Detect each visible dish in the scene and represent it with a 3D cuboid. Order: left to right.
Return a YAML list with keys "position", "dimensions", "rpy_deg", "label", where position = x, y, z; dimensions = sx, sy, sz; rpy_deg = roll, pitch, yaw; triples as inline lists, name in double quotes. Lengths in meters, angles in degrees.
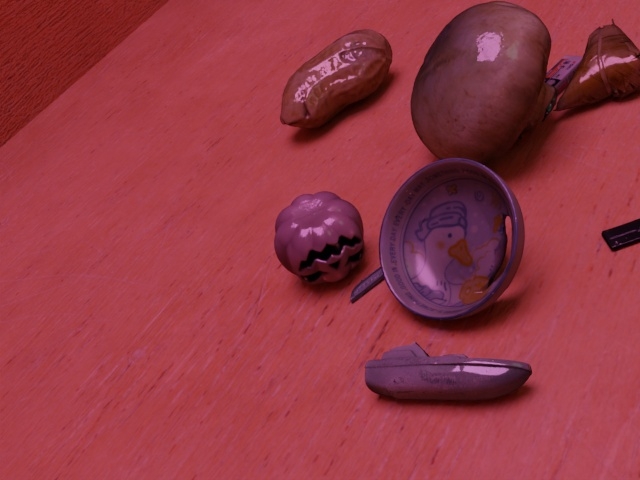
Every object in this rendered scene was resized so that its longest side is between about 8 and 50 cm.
- position: [0.246, 0.006, 1.409]
  dimensions: [0.273, 0.134, 0.273]
  rpy_deg: [-12, 73, 42]
  label: "dish"

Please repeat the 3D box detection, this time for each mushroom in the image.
- position: [0.327, -0.305, 1.636]
  dimensions: [0.352, 0.260, 0.352]
  rpy_deg: [-56, 14, 21]
  label: "mushroom"

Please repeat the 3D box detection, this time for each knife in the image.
- position: [0.133, 0.047, 1.534]
  dimensions: [0.210, 0.015, 0.028]
  rpy_deg: [-36, 41, -11]
  label: "knife"

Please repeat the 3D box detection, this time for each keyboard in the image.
- position: [0.545, -0.026, 1.356]
  dimensions: [0.155, 0.010, 0.053]
  rpy_deg: [-21, 35, 10]
  label: "keyboard"

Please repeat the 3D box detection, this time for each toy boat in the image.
- position: [0.192, 0.197, 1.248]
  dimensions: [0.260, 0.078, 0.085]
  rpy_deg: [-6, 55, 31]
  label: "toy boat"

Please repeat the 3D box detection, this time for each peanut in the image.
- position: [0.036, -0.396, 2.047]
  dimensions: [0.340, 0.158, 0.174]
  rpy_deg: [-33, 65, -1]
  label: "peanut"

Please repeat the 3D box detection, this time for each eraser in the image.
- position: [0.518, -0.356, 1.776]
  dimensions: [0.122, 0.029, 0.052]
  rpy_deg: [-43, 38, -22]
  label: "eraser"

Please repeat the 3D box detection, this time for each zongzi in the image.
- position: [0.557, -0.351, 1.696]
  dimensions: [0.197, 0.099, 0.194]
  rpy_deg: [-24, 34, 18]
  label: "zongzi"

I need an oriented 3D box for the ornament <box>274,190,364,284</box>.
- position: [0.001, 0.000, 1.572]
  dimensions: [0.177, 0.177, 0.177]
  rpy_deg: [-18, 36, 14]
  label: "ornament"
